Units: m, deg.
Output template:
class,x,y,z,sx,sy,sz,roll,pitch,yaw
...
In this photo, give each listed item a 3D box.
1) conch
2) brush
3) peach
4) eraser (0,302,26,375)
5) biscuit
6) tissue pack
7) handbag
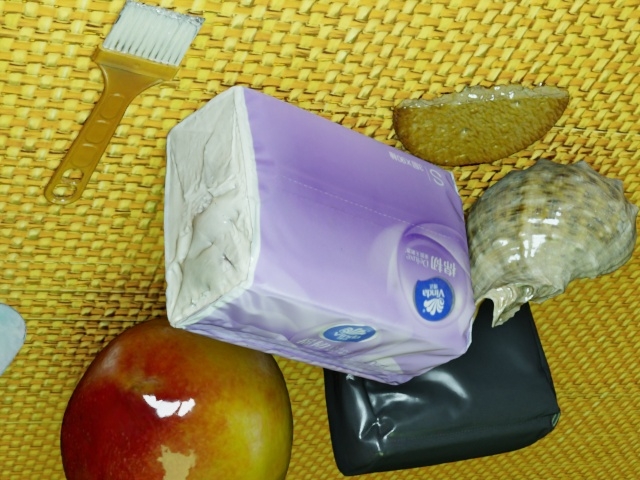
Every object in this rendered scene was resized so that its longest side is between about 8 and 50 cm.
class,x,y,z,sx,sy,sz,roll,pitch,yaw
conch,0.257,-0.013,1.523,0.210,0.159,0.291,1,-160,45
brush,-0.222,-0.131,1.311,0.090,0.017,0.314,11,138,-28
peach,-0.183,0.241,1.607,0.307,0.308,0.332,-16,148,1
eraser,-0.461,0.196,1.559,0.081,0.174,0.227,34,130,-7
biscuit,0.177,-0.131,1.446,0.206,0.025,0.126,-5,144,-11
tissue pack,0.000,0.000,1.366,0.338,0.242,0.160,19,145,-40
handbag,0.133,0.158,1.661,0.301,0.275,0.178,-5,156,-26
